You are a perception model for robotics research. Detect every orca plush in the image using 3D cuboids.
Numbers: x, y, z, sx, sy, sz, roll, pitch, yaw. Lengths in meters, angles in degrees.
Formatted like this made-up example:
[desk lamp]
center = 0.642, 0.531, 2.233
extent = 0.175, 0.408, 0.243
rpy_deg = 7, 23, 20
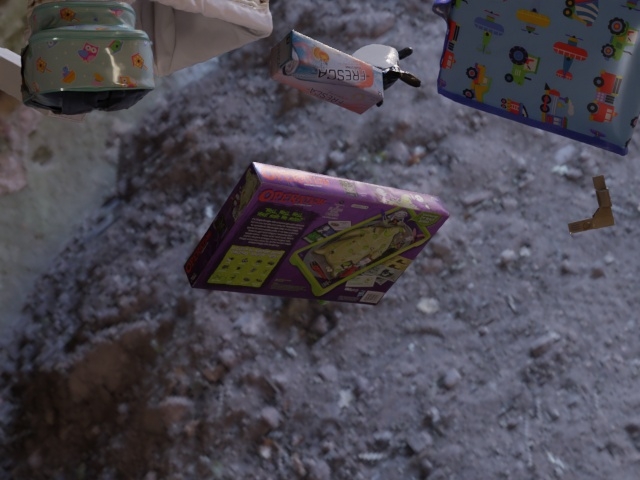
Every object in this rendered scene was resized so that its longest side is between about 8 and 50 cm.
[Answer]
[orca plush]
center = 0.131, -0.318, 1.998
extent = 0.151, 0.102, 0.287
rpy_deg = -19, 22, -16

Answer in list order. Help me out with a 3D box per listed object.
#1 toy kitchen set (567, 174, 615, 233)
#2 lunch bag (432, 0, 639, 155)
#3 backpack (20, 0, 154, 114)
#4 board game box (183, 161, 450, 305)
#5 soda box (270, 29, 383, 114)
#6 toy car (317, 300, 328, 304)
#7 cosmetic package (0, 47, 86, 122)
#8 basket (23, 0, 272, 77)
[toy kitchen set]
center = 0.433, -0.058, 1.626
extent = 0.075, 0.083, 0.068
rpy_deg = -13, 1, 15
[lunch bag]
center = 0.283, -0.265, 1.294
extent = 0.293, 0.221, 0.138
rpy_deg = 16, 33, 13
[backpack]
center = -0.293, -0.229, 1.266
extent = 0.165, 0.144, 0.188
rpy_deg = -2, 11, -20
[board game box]
center = 0.000, 0.000, 1.441
extent = 0.208, 0.346, 0.056
rpy_deg = -49, 49, 34
[soda box]
center = 0.012, -0.262, 1.580
extent = 0.063, 0.183, 0.058
rpy_deg = -32, 51, 46
[toy car]
center = 0.002, 0.023, 2.178
extent = 0.149, 0.155, 0.188
rpy_deg = -38, -17, -18
[cosmetic package]
center = -0.540, -0.291, 1.837
extent = 0.239, 0.099, 0.060
rpy_deg = 29, 99, 25
[basket]
center = -0.308, -0.476, 1.790
extent = 0.331, 0.328, 0.267
rpy_deg = -9, 81, 41
